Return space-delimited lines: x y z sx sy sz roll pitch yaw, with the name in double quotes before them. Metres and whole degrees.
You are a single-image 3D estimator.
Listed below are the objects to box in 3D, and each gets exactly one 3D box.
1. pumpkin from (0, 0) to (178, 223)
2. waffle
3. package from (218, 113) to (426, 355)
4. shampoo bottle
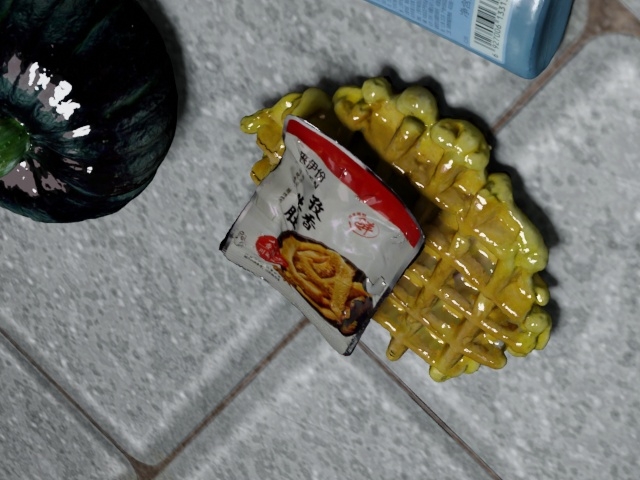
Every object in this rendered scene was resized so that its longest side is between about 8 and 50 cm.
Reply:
"pumpkin" -0.256 -0.114 1.349 0.248 0.248 0.248 25 138 25
"waffle" 0.062 -0.007 1.302 0.301 0.058 0.281 54 143 -10
"package" 0.000 0.000 1.294 0.154 0.030 0.239 41 145 7
"shampoo bottle" 0.058 -0.211 1.116 0.258 0.061 0.104 29 140 20
